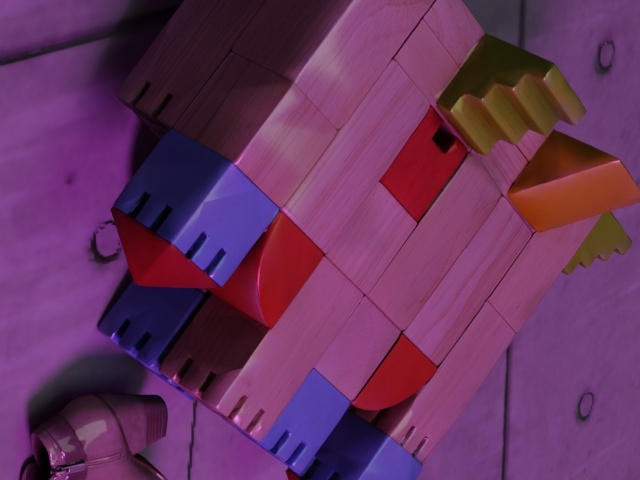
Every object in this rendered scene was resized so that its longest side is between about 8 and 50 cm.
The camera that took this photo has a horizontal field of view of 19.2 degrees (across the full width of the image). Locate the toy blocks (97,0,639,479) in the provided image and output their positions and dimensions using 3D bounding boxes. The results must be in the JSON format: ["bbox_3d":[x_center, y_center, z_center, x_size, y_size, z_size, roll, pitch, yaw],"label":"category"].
[{"bbox_3d":[0.000,0.000,1.026,0.261,0.190,0.381,-54,141,-8],"label":"toy blocks"}]

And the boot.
[{"bbox_3d":[-0.120,0.135,1.012,0.087,0.042,0.118,-18,116,-41],"label":"boot"}]
